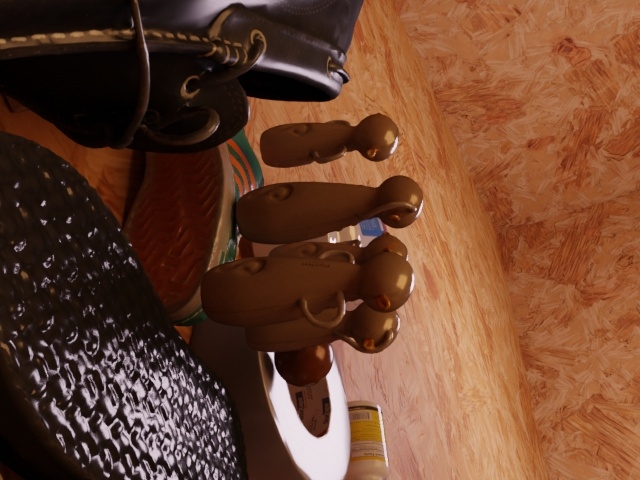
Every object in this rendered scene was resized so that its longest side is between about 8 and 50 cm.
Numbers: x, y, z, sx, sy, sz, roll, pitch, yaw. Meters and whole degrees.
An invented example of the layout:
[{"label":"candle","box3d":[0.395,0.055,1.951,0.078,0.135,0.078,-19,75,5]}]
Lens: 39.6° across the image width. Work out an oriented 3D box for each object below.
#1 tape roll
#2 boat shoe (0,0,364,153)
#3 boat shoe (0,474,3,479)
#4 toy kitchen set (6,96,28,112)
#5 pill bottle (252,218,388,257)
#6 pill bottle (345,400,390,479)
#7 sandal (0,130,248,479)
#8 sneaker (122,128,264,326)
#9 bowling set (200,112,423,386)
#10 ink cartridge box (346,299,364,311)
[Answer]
[{"label":"tape roll","box3d":[-0.044,0.148,0.880,0.219,0.072,0.219,-18,90,-73]},{"label":"boat shoe","box3d":[-0.115,-0.125,0.544,0.500,0.187,0.155,-27,121,-58]},{"label":"boat shoe","box3d":[-0.207,0.113,0.454,0.065,0.075,0.206,-30,113,-29]},{"label":"toy kitchen set","box3d":[-0.152,-0.200,0.717,0.207,0.166,0.122,-55,126,-69]},{"label":"pill bottle","box3d":[0.000,0.000,1.077,0.221,0.124,0.124,3,71,-73]},{"label":"pill bottle","box3d":[0.049,0.259,1.076,0.065,0.065,0.116,51,28,-51]},{"label":"sandal","box3d":[-0.149,0.107,0.575,0.445,0.107,0.167,71,10,-55]},{"label":"sneaker","box3d":[-0.101,-0.034,0.817,0.121,0.108,0.302,50,26,-42]},{"label":"bowling set","box3d":[0.021,0.028,0.757,0.287,0.154,0.199,-77,158,-51]},{"label":"ink cartridge box","box3d":[0.060,0.037,1.363,0.097,0.046,0.207,49,29,-51]}]
